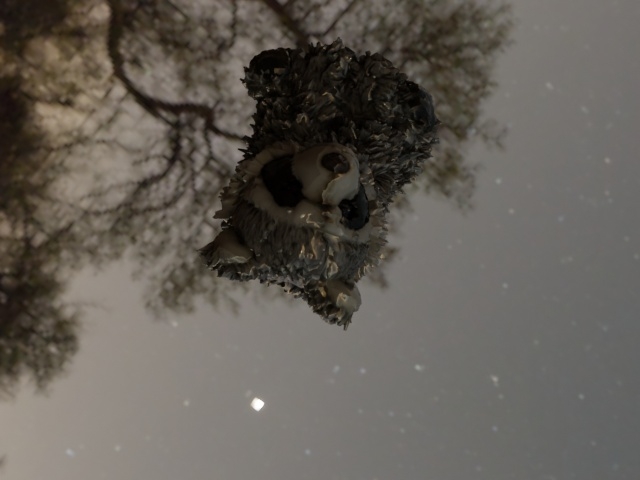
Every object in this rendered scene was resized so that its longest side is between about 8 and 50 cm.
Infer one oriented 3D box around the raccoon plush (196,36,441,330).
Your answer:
[{"bbox_3d":[0.000,0.000,1.318,0.446,0.216,0.299,82,23,-60],"label":"raccoon plush"}]
